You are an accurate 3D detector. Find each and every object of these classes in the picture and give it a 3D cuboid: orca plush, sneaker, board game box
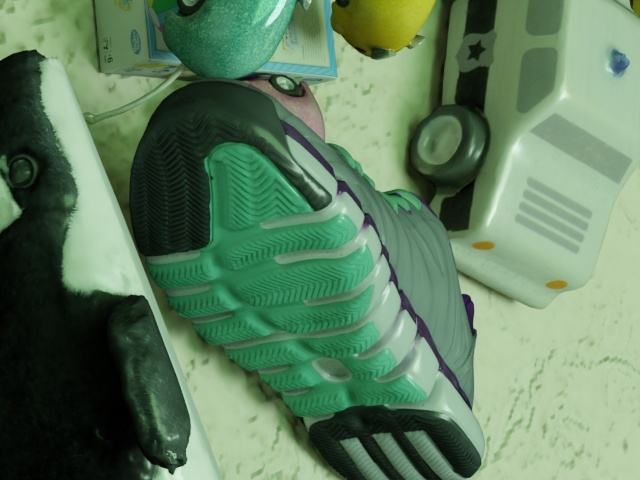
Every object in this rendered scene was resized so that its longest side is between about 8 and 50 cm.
[{"bbox_3d":[-0.082,0.090,0.643,0.151,0.102,0.287,-119,-171,-66],"label":"orca plush"},{"bbox_3d":[0.000,0.000,0.735,0.223,0.083,0.098,59,32,-45],"label":"sneaker"},{"bbox_3d":[-0.043,-0.137,0.749,0.103,0.026,0.154,1,82,-49],"label":"board game box"}]

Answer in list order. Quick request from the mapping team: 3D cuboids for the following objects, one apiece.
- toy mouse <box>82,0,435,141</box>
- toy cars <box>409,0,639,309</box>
[{"bbox_3d":[-0.018,-0.061,0.712,0.143,0.161,0.031,-24,56,-27],"label":"toy mouse"},{"bbox_3d":[0.160,-0.125,0.932,0.394,0.087,0.176,-44,115,-44],"label":"toy cars"}]
